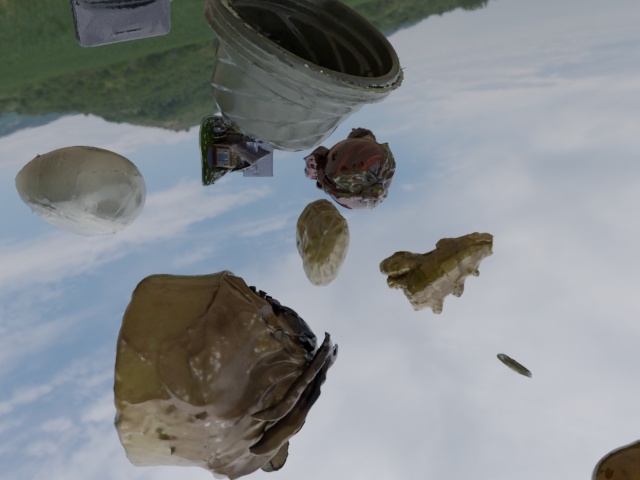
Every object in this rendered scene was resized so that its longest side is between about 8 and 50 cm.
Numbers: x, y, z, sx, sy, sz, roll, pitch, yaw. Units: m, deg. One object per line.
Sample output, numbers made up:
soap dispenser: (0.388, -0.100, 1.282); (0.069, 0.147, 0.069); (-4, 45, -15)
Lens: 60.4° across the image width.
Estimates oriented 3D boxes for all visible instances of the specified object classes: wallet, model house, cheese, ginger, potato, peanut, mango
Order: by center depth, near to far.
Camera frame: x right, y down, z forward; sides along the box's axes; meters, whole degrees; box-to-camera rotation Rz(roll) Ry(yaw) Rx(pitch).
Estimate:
mango: (0.511, 0.383, 0.878); (0.163, 0.089, 0.111); (-18, -135, -13)
model house: (-0.129, -0.155, 0.924); (0.088, 0.116, 0.167); (7, -161, 11)
ginger: (0.206, 0.056, 0.948); (0.206, 0.081, 0.115); (-19, -127, 22)
cheese: (-0.413, -0.090, 0.996); (0.189, 0.154, 0.198); (5, 165, 29)
wallet: (-0.478, -0.552, 1.346); (0.250, 0.149, 0.044); (-21, -119, -29)
peanut: (0.000, 0.000, 1.384); (0.110, 0.196, 0.233); (10, -158, -15)
potato: (-0.187, 0.660, 1.853); (0.120, 0.100, 0.261); (-1, -130, -42)

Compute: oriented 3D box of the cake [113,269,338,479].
cake: (-0.132, 0.205, 0.894); (0.322, 0.331, 0.332); (1, -158, 3)

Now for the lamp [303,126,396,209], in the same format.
lamp: (0.078, -0.161, 1.167); (0.215, 0.151, 0.223); (-24, -120, -30)

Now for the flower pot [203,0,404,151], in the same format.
flower pot: (-0.035, -0.193, 0.628); (0.236, 0.140, 0.235); (21, -143, -17)

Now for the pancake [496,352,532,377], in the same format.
pancake: (0.512, 0.330, 1.452); (0.108, 0.017, 0.108); (26, -169, -5)
